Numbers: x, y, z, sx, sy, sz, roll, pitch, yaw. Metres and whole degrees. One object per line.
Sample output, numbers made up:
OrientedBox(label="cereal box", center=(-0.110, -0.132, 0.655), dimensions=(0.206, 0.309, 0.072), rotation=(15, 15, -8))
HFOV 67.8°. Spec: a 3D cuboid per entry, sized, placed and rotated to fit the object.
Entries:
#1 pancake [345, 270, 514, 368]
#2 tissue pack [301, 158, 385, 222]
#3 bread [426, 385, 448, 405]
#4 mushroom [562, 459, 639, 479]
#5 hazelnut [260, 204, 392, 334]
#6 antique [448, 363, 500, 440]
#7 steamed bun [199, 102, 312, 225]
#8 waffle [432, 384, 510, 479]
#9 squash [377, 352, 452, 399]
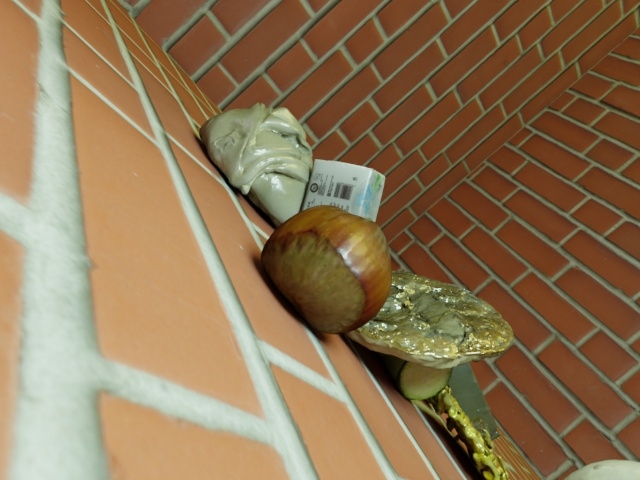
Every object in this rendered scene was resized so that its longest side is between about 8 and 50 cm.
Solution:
OrientedBox(label="pancake", center=(0.203, 0.155, 0.974), dimensions=(0.386, 0.082, 0.387), rotation=(4, 16, -1))
OrientedBox(label="tissue pack", center=(0.053, -0.057, 1.126), dimensions=(0.159, 0.230, 0.145), rotation=(14, 0, 29))
OrientedBox(label="bread", center=(0.196, 0.262, 1.221), dimensions=(0.077, 0.084, 0.368), rotation=(-21, 65, -42))
OrientedBox(label="mushroom", center=(0.428, 0.440, 0.642), dimensions=(0.356, 0.315, 0.315), rotation=(51, 5, -1))
OrientedBox(label="hazelnut", center=(0.021, 0.035, 0.746), dimensions=(0.210, 0.210, 0.186), rotation=(50, 1, 10))
OrientedBox(label="antique", center=(0.417, 0.465, 1.396), dimensions=(0.284, 0.150, 0.125), rotation=(57, 8, -5))
OrientedBox(label="steamed bun", center=(-0.124, -0.210, 1.188), dimensions=(0.309, 0.219, 0.324), rotation=(43, 6, -38))
OrientedBox(label="waffle", center=(0.326, 0.439, 1.018), dimensions=(0.281, 0.060, 0.262), rotation=(57, -3, 4))
OrientedBox(label="squash", center=(0.186, 0.232, 1.075), dimensions=(0.132, 0.132, 0.247), rotation=(47, 3, -25))
